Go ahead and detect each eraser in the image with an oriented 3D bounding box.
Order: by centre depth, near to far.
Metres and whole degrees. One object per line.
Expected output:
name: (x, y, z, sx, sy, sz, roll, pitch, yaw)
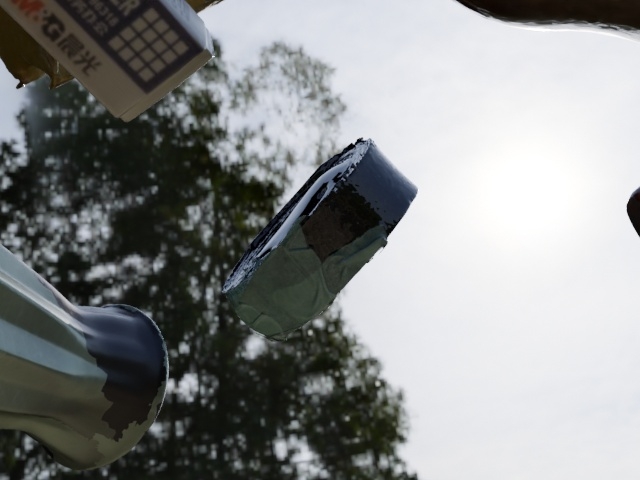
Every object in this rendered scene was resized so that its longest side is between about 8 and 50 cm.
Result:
eraser: (-0.238, -0.254, 1.001, 0.124, 0.081, 0.279, -35, -58, 14)

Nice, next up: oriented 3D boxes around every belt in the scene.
belt: (0.000, 0.000, 0.906, 0.078, 0.198, 0.151, 45, -19, -11)

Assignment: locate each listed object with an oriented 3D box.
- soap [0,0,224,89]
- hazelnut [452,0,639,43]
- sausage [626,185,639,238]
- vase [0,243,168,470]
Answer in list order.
soap: (-0.260, -0.376, 1.214, 0.156, 0.335, 0.293, 8, -52, 52)
hazelnut: (0.111, -0.168, 0.327, 0.210, 0.210, 0.186, -5, -55, -6)
sausage: (0.309, -0.019, 0.910, 0.054, 0.094, 0.059, -12, -47, -6)
vase: (-0.236, 0.031, 0.557, 0.165, 0.165, 0.360, -23, -31, 21)
